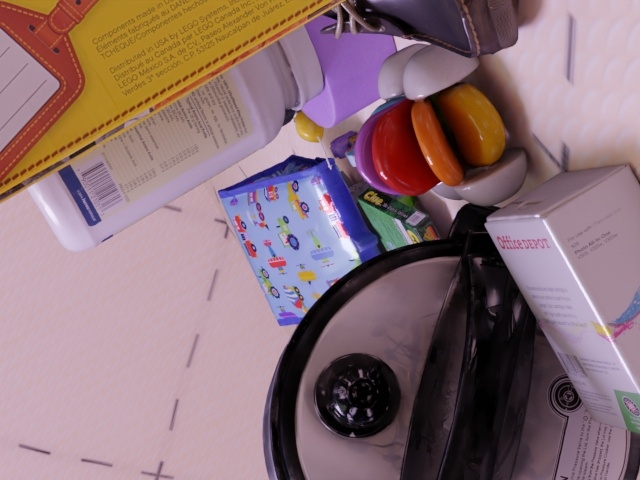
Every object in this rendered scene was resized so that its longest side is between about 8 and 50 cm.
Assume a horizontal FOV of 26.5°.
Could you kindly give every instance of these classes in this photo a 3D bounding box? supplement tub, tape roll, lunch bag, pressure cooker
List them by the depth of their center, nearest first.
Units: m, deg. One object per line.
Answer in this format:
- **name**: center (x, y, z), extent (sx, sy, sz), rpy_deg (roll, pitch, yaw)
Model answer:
- **pressure cooker**: center (0.121, 0.194, 1.372), extent (0.370, 0.375, 0.420), rpy_deg (61, 172, 8)
- **supplement tub**: center (-0.185, -0.161, 1.447), extent (0.235, 0.325, 0.235), rpy_deg (56, 170, 15)
- **tape roll**: center (-0.021, -0.267, 1.541), extent (0.275, 0.090, 0.275), rpy_deg (56, 169, 16)
- **lunch bag**: center (0.000, 0.000, 1.868), extent (0.221, 0.138, 0.293), rpy_deg (65, 161, -10)

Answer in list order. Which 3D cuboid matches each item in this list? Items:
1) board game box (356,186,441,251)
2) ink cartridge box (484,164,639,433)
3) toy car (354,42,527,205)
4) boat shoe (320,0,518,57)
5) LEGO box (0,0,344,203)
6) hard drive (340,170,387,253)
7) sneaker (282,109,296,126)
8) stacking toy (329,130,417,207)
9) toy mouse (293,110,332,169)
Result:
- **board game box**: center (0.144, 0.051, 1.735), extent (0.136, 0.030, 0.259), rpy_deg (34, 160, 54)
- **ink cartridge box**: center (0.243, 0.049, 1.146), extent (0.212, 0.093, 0.154), rpy_deg (58, 170, -5)
- **toy car**: center (0.099, -0.097, 1.296), extent (0.159, 0.136, 0.182), rpy_deg (61, 170, -13)
- **boat shoe**: center (0.046, -0.225, 1.188), extent (0.355, 0.130, 0.132), rpy_deg (45, 163, 56)
- **LEGO box**: center (-0.105, -0.214, 0.881), extent (0.193, 0.500, 0.372), rpy_deg (61, 170, -14)
- **hard drive**: center (0.091, 0.032, 1.986), extent (0.254, 0.054, 0.172), rpy_deg (52, 168, 35)
- **sneaker**: center (-0.101, -0.292, 1.890), extent (0.130, 0.109, 0.286), rpy_deg (-127, 18, -66)
- **stacking toy**: center (0.042, -0.119, 1.782), extent (0.167, 0.052, 0.221), rpy_deg (61, 170, -16)
- **toy mouse**: center (-0.012, -0.194, 1.723), extent (0.143, 0.031, 0.161), rpy_deg (107, 148, -45)
